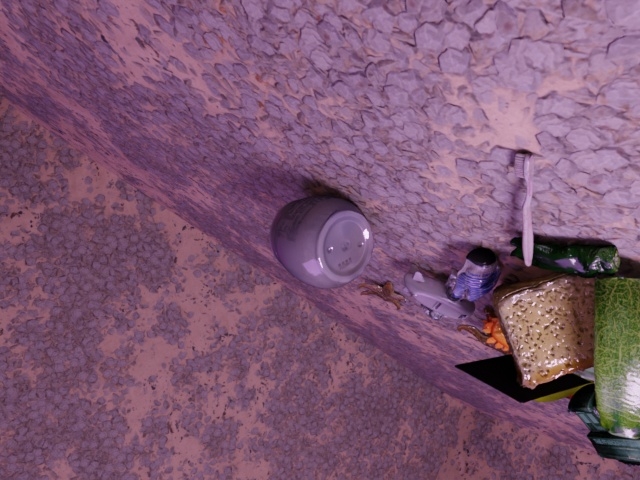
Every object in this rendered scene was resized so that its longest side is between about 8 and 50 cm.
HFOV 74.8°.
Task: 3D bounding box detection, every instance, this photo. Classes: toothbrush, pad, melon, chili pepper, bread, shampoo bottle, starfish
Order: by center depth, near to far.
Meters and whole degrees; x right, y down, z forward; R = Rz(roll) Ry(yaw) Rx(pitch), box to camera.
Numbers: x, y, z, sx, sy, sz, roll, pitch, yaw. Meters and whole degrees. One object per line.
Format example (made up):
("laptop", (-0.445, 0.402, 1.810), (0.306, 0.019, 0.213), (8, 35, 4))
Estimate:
("melon", (0.626, 0.238, 0.820), (0.195, 0.324, 0.124), (7, 177, 16))
("toothbrush", (0.402, -0.049, 0.822), (0.029, 0.025, 0.307), (25, 153, 42))
("chili pepper", (0.511, 0.037, 0.901), (0.224, 0.061, 0.098), (7, 151, 49))
("bread", (0.582, 0.201, 1.053), (0.278, 0.249, 0.315), (-25, 175, 29))
("pad", (0.529, 0.351, 1.097), (0.299, 0.005, 0.202), (1, -170, -31))
("shampoo bottle", (0.000, 0.000, 1.261), (0.273, 0.273, 0.266), (41, 165, -32))
("starfish", (0.667, 0.356, 1.477), (0.374, 0.095, 0.327), (13, 154, 32))
("starfish", (0.273, 0.236, 1.850), (0.230, 0.048, 0.295), (9, 156, 27))

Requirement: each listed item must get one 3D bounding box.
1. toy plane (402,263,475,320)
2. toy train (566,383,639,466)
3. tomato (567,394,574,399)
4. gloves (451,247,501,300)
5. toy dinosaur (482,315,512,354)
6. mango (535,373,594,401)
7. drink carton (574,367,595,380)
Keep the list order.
("toy plane", (0.390, 0.175, 1.380), (0.251, 0.118, 0.252), (20, 142, 17))
("toy train", (0.770, 0.444, 1.025), (0.178, 0.138, 0.330), (53, 162, 15))
("tomato", (0.973, 0.579, 1.638), (0.155, 0.069, 0.156), (26, 161, 10))
("gloves", (0.425, 0.105, 1.149), (0.118, 0.097, 0.229), (-11, 152, 3))
("toy dinosaur", (0.585, 0.296, 1.358), (0.117, 0.070, 0.289), (-9, 119, 44))
("mango", (0.800, 0.480, 1.453), (0.292, 0.143, 0.175), (4, 173, -14))
("drink carton", (0.719, 0.269, 1.093), (0.144, 0.146, 0.142), (9, 145, 48))
